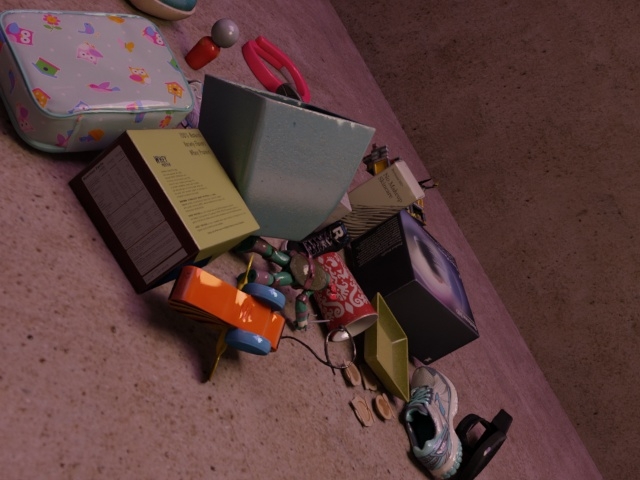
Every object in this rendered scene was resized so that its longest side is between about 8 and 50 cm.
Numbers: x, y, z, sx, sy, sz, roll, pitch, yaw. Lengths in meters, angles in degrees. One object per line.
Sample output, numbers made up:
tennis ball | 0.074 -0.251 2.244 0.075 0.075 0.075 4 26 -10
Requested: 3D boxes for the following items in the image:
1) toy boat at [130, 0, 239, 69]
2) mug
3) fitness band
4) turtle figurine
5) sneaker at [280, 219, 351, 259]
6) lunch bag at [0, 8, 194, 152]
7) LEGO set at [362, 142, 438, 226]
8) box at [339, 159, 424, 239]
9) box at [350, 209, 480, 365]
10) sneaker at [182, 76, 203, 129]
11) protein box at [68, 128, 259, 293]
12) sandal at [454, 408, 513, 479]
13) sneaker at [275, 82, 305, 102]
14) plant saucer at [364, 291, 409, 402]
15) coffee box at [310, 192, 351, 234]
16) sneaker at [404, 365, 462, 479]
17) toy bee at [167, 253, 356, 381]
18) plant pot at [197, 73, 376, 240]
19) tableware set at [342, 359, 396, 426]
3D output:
toy boat | -0.331 -0.572 1.493 0.318 0.148 0.267 54 22 -6
mug | 0.032 0.129 1.383 0.113 0.150 0.169 -16 64 -29
fitness band | -0.136 -0.528 1.983 0.290 0.054 0.209 21 43 -54
turtle figurine | -0.055 0.072 1.237 0.234 0.118 0.175 25 33 -41
sneaker | 0.000 0.000 1.430 0.079 0.121 0.217 58 22 7
lunch bag | -0.349 -0.253 0.973 0.279 0.108 0.224 -16 69 -46
LEGO set | 0.163 -0.140 1.796 0.331 0.255 0.192 19 58 -46
box | 0.114 -0.083 1.576 0.113 0.275 0.094 58 23 3
box | 0.241 0.115 1.641 0.296 0.182 0.294 39 29 -33
sneaker | -0.269 -0.292 1.325 0.191 0.083 0.071 48 21 -23
protein box | -0.237 -0.055 0.987 0.201 0.136 0.200 58 22 2
sandal | 0.376 0.495 1.541 0.107 0.168 0.445 37 7 20
sneaker | -0.055 -0.372 1.886 0.228 0.087 0.130 54 20 -14
plant saucer | 0.147 0.248 1.431 0.188 0.045 0.188 56 26 -37
coffee box | -0.061 -0.125 1.451 0.246 0.141 0.098 39 27 -39
sneaker | 0.247 0.389 1.433 0.122 0.110 0.283 40 27 -28
toy bee | -0.119 0.141 0.982 0.298 0.162 0.195 49 57 -16
plant pot | -0.095 -0.142 1.177 0.247 0.252 0.247 8 17 -37
tableware set | 0.100 0.322 1.331 0.168 0.020 0.141 18 43 -57
